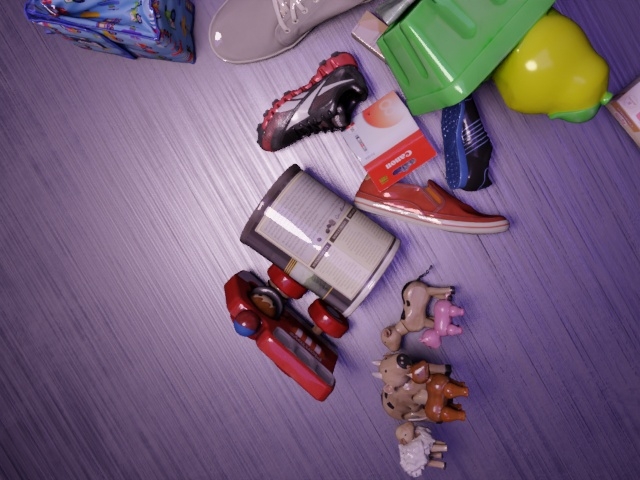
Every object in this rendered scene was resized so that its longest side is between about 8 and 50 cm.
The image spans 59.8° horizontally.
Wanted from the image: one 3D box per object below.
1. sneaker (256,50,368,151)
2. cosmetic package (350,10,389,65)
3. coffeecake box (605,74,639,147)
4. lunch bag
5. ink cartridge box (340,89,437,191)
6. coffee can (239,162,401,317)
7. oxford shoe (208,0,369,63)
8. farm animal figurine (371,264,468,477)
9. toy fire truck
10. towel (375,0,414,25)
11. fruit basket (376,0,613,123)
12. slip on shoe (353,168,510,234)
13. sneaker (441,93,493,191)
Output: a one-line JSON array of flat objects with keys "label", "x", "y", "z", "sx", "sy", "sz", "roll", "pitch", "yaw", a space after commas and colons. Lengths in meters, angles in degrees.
[{"label": "sneaker", "x": -0.013, "y": -0.268, "z": 1.175, "sx": 0.276, "sy": 0.097, "sz": 0.135, "roll": -38, "pitch": 65, "yaw": 8}, {"label": "cosmetic package", "x": 0.126, "y": -0.427, "z": 1.185, "sx": 0.115, "sy": 0.041, "sz": 0.060, "roll": 37, "pitch": 99, "yaw": 1}, {"label": "coffeecake box", "x": 0.706, "y": -0.287, "z": 1.125, "sx": 0.185, "sy": 0.068, "sz": 0.142, "roll": -41, "pitch": 92, "yaw": 9}, {"label": "lunch bag", "x": -0.434, "y": -0.453, "z": 1.151, "sx": 0.293, "sy": 0.221, "sz": 0.138, "roll": 1, "pitch": 96, "yaw": 6}, {"label": "ink cartridge box", "x": 0.136, "y": -0.209, "z": 1.164, "sx": 0.145, "sy": 0.045, "sz": 0.179, "roll": -33, "pitch": 56, "yaw": 9}, {"label": "coffee can", "x": 0.000, "y": 0.000, "z": 1.164, "sx": 0.275, "sy": 0.201, "sz": 0.202, "roll": 36, "pitch": 99, "yaw": 1}, {"label": "oxford shoe", "x": -0.045, "y": -0.501, "z": 1.138, "sx": 0.449, "sy": 0.130, "sz": 0.169, "roll": -19, "pitch": 102, "yaw": 17}, {"label": "farm animal figurine", "x": 0.190, "y": 0.268, "z": 1.171, "sx": 0.172, "sy": 0.330, "sz": 0.327, "roll": 6, "pitch": 125, "yaw": 3}, {"label": "toy fire truck", "x": -0.081, "y": 0.182, "z": 1.166, "sx": 0.302, "sy": 0.254, "sz": 0.169, "roll": 43, "pitch": 98, "yaw": 0}, {"label": "towel", "x": 0.231, "y": -0.541, "z": 1.038, "sx": 0.038, "sy": 0.248, "sz": 0.325, "roll": 42, "pitch": 110, "yaw": -15}, {"label": "fruit basket", "x": 0.347, "y": -0.359, "z": 1.030, "sx": 0.391, "sy": 0.283, "sz": 0.393, "roll": -2, "pitch": 98, "yaw": -11}, {"label": "slip on shoe", "x": 0.237, "y": -0.077, "z": 1.178, "sx": 0.331, "sy": 0.123, "sz": 0.101, "roll": 15, "pitch": 94, "yaw": 9}, {"label": "sneaker", "x": 0.314, "y": -0.219, "z": 1.177, "sx": 0.090, "sy": 0.081, "sz": 0.233, "roll": 0, "pitch": 89, "yaw": -19}]
